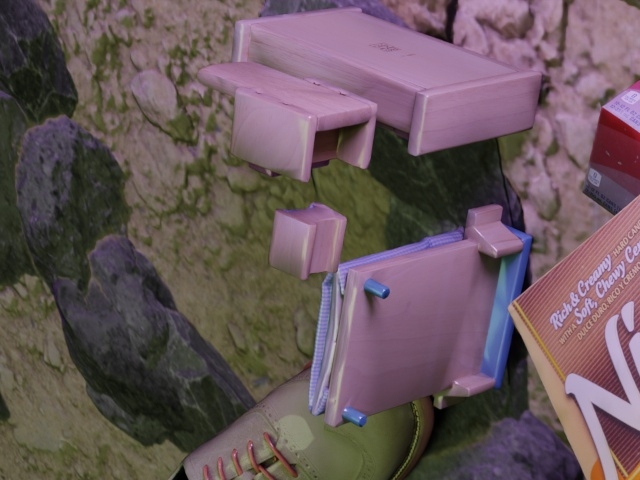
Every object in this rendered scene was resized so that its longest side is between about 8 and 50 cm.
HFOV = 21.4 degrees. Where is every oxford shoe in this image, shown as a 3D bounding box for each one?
[{"bbox_3d":[-0.035,0.214,1.582,0.140,0.146,0.397,57,141,9],"label":"oxford shoe"}]

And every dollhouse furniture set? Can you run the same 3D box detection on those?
[{"bbox_3d":[0.000,0.000,1.306,0.198,0.286,0.303,25,117,38],"label":"dollhouse furniture set"}]

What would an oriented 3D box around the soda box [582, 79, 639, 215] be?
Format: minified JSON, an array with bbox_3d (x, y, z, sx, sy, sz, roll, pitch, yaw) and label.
[{"bbox_3d":[0.302,-0.009,1.114,0.263,0.083,0.092,39,147,26],"label":"soda box"}]

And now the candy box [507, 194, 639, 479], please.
[{"bbox_3d":[0.264,0.038,1.004,0.316,0.088,0.183,-46,58,44],"label":"candy box"}]
